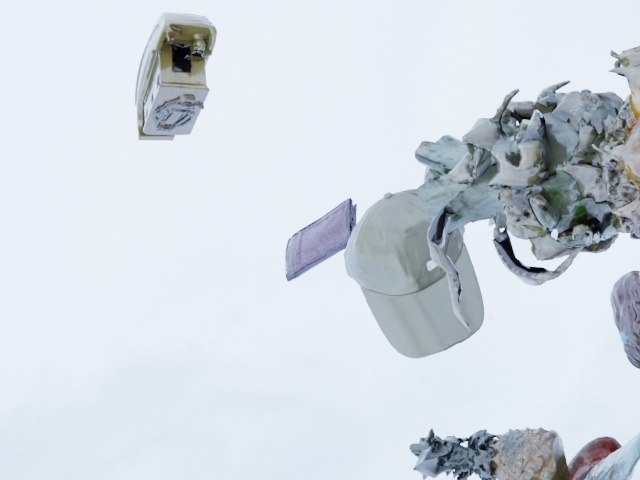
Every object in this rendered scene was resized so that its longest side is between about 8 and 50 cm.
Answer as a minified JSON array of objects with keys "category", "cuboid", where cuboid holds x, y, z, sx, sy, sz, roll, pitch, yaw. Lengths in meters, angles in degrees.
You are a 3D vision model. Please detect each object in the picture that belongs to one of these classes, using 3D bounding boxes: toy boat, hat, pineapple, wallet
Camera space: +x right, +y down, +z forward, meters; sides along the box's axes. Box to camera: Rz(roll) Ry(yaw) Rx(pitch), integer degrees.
[{"category":"toy boat","cuboid":[-0.136,-0.139,1.000,0.057,0.200,0.077,0,71,-18]},{"category":"hat","cuboid":[0.120,0.040,1.359,0.166,0.144,0.173,-26,42,3]},{"category":"pineapple","cuboid":[0.248,0.330,1.648,0.237,0.119,0.111,-3,28,26]},{"category":"pineapple","cuboid":[0.200,-0.049,0.759,0.272,0.262,0.262,-5,32,43]},{"category":"toy boat","cuboid":[0.410,0.353,1.568,0.096,0.282,0.206,30,63,7]},{"category":"wallet","cuboid":[-0.001,-0.001,2.018,0.030,0.166,0.111,40,34,-28]}]

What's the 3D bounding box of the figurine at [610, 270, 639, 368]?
[{"category":"figurine","cuboid":[0.481,0.149,1.494,0.175,0.116,0.240,11,50,-58]}]
